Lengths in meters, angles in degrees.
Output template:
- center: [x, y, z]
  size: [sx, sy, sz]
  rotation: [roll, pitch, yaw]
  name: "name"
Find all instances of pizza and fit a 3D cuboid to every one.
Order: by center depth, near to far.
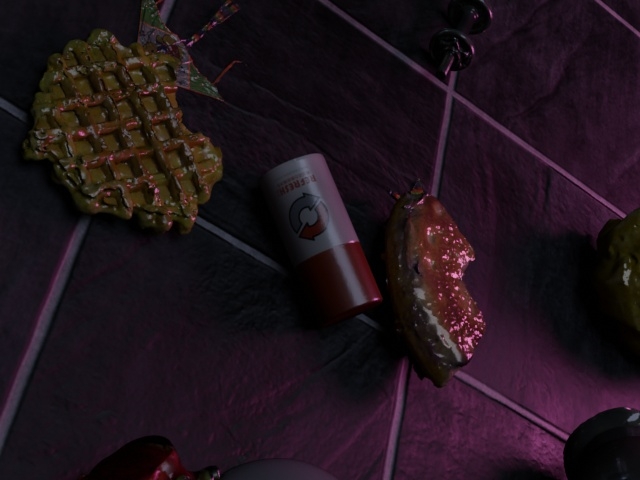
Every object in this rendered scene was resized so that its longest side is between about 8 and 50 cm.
- center: [0.151, 0.067, 1.638]
  size: [0.161, 0.085, 0.305]
  rotation: [19, 51, -37]
  name: "pizza"

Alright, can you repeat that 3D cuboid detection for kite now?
- center: [-0.176, -0.277, 1.606]
  size: [0.198, 0.006, 0.244]
  rotation: [51, 45, -5]
  name: "kite"
- center: [0.138, -0.047, 1.747]
  size: [0.090, 0.004, 0.122]
  rotation: [43, 46, -13]
  name: "kite"

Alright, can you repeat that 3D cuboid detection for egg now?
- center: [-0.042, 0.317, 1.296]
  size: [0.198, 0.146, 0.146]
  rotation: [24, 53, -21]
  name: "egg"

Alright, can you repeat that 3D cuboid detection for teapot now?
- center: [0.462, 0.382, 1.622]
  size: [0.305, 0.223, 0.285]
  rotation: [47, 19, -13]
  name: "teapot"

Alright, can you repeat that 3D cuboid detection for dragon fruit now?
- center: [-0.170, 0.304, 1.190]
  size: [0.160, 0.166, 0.172]
  rotation: [-116, -171, -65]
  name: "dragon fruit"

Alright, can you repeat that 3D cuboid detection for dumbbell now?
- center: [0.236, -0.350, 1.943]
  size: [0.081, 0.081, 0.254]
  rotation: [41, 47, -16]
  name: "dumbbell"

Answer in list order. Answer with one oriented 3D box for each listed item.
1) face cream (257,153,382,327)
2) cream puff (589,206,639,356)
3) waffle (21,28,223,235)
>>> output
- center: [0.000, 0.000, 1.540]
  size: [0.096, 0.096, 0.214]
  rotation: [-13, 76, -43]
  name: "face cream"
- center: [0.623, 0.070, 1.914]
  size: [0.323, 0.270, 0.274]
  rotation: [17, 62, -31]
  name: "cream puff"
- center: [-0.236, -0.133, 1.446]
  size: [0.291, 0.051, 0.291]
  rotation: [20, 54, -31]
  name: "waffle"
